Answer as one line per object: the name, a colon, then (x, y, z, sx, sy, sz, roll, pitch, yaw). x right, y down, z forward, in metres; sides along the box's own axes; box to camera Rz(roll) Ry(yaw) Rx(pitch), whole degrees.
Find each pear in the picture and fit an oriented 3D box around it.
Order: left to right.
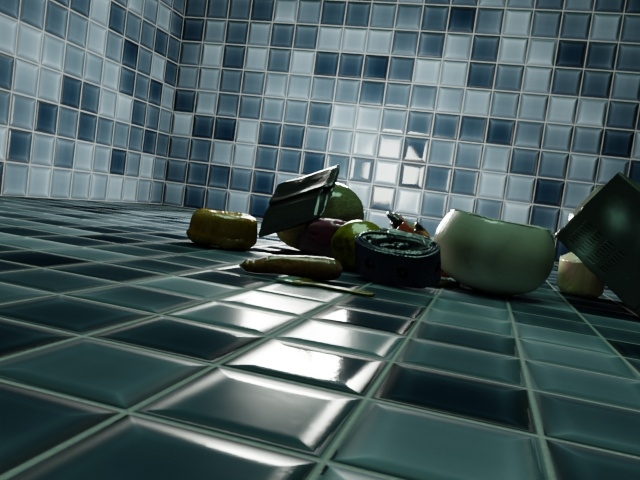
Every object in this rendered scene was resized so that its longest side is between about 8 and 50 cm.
pear: (0.112, 0.015, 1.753, 0.162, 0.148, 0.149, -1, 8, -28)

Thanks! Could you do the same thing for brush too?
brush: (0.012, 0.099, 1.324, 0.218, 0.010, 0.082, 9, 4, 17)

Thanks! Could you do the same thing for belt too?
belt: (0.197, 0.054, 1.562, 0.231, 0.126, 0.140, 11, 28, 30)

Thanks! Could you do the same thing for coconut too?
coconut: (0.824, 0.097, 1.913, 0.147, 0.152, 0.147, 5, 3, 0)

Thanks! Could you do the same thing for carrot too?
carrot: (-0.067, 0.062, 1.432, 0.248, 0.059, 0.059, 4, 5, -12)

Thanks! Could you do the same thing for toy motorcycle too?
toy motorcycle: (0.316, 0.003, 1.964, 0.171, 0.089, 0.298, 41, 10, -38)

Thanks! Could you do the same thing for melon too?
melon: (-0.005, -0.082, 2.159, 0.330, 0.248, 0.249, -11, 10, -17)

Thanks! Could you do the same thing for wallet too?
wallet: (-0.067, -0.134, 2.005, 0.247, 0.041, 0.322, -14, 34, 21)

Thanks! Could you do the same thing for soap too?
soap: (0.089, 0.002, 1.951, 0.220, 0.127, 0.325, 15, 3, 35)

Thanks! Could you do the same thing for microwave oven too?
microwave oven: (0.897, 0.009, 1.704, 0.432, 0.236, 0.374, 4, 42, -54)

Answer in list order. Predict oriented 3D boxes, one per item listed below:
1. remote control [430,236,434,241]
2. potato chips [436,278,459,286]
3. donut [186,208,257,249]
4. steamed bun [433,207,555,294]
remote control: (0.521, 0.046, 2.443, 0.221, 0.103, 0.332, 4, 7, -27)
potato chips: (0.279, 0.100, 1.722, 0.202, 0.029, 0.220, 1, 9, -39)
donut: (-0.305, -0.034, 1.912, 0.227, 0.113, 0.226, 9, 5, -1)
steamed bun: (0.465, 0.038, 1.655, 0.325, 0.206, 0.324, 11, 6, -1)
